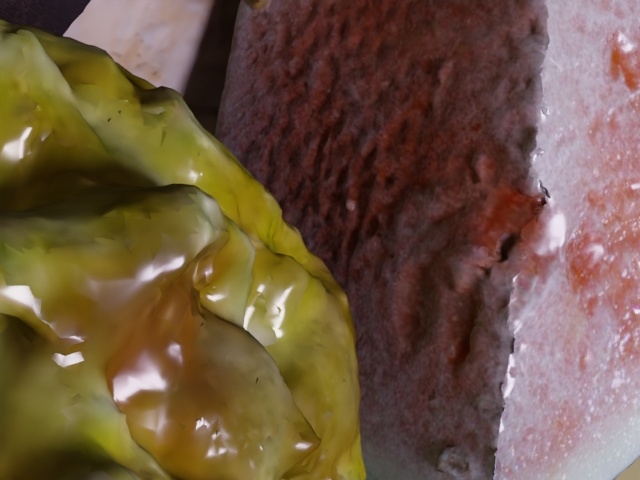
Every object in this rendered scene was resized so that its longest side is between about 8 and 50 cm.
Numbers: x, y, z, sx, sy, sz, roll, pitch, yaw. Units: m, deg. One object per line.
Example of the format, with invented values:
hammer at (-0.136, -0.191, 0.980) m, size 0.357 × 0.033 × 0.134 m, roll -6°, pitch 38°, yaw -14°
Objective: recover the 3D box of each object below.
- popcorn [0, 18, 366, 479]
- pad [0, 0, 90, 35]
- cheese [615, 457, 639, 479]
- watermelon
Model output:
popcorn at (-0.115, 0.058, 0.529) m, size 0.247 × 0.282 × 0.282 m, roll -7°, pitch 140°, yaw 10°
pad at (-0.205, -0.113, 0.500) m, size 0.220 × 0.004 × 0.330 m, roll -49°, pitch 142°, yaw 5°
cheese at (0.054, 0.143, 0.777) m, size 0.266 × 0.242 × 0.123 m, roll -20°, pitch 136°, yaw -28°
watermelon at (0.063, -0.029, 0.627) m, size 0.261 × 0.213 × 0.201 m, roll -49°, pitch 137°, yaw -22°
